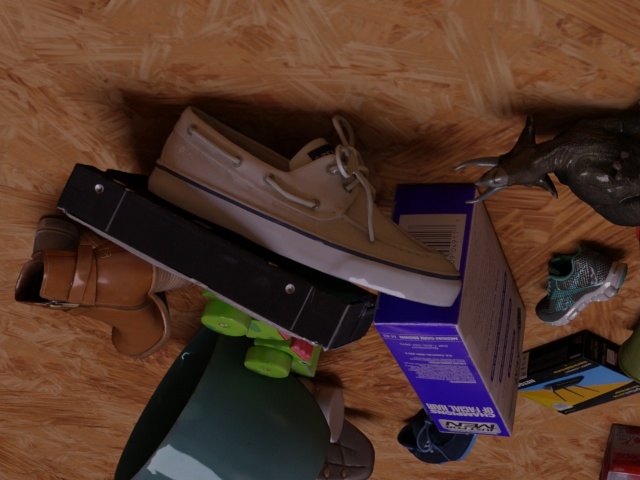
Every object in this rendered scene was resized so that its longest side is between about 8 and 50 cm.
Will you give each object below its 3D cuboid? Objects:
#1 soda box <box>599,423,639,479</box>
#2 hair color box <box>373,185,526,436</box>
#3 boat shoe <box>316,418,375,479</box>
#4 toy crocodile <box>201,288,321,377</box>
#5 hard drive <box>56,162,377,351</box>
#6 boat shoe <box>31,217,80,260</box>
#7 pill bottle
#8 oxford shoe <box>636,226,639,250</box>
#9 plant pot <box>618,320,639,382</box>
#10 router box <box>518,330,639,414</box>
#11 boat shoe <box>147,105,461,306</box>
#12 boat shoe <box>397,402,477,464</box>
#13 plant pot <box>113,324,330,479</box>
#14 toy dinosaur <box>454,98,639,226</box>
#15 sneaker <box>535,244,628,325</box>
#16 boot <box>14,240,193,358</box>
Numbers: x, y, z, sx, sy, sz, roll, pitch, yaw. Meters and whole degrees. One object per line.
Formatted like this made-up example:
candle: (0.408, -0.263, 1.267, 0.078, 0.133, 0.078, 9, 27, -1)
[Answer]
soda box: (0.511, 0.391, 2.181, 0.092, 0.083, 0.263, 6, 152, 10)
hair color box: (0.167, 0.095, 1.625, 0.110, 0.185, 0.339, 0, 150, 22)
boat shoe: (-0.067, 0.348, 2.294, 0.355, 0.132, 0.130, 11, 164, 19)
toy crocodile: (-0.069, 0.101, 1.791, 0.105, 0.115, 0.340, 5, 154, 27)
hard drive: (-0.105, 0.018, 1.488, 0.339, 0.064, 0.237, 26, -175, 9)
boat shoe: (-0.375, 0.050, 1.855, 0.079, 0.081, 0.227, 12, 153, -2)
pill bottle: (-0.073, 0.275, 2.137, 0.208, 0.118, 0.117, 2, 152, 17)
oxford shoe: (0.419, 0.046, 1.528, 0.097, 0.098, 0.271, -1, 151, 22)
plant pot: (0.437, 0.134, 1.728, 0.083, 0.083, 0.079, 7, 141, 8)
router box: (0.365, 0.192, 1.890, 0.133, 0.046, 0.179, 24, 150, -25)
boat shoe: (-0.001, -0.059, 1.420, 0.367, 0.156, 0.136, 24, -173, 19)
boat shoe: (0.187, 0.314, 2.132, 0.089, 0.109, 0.258, 18, 150, -7)
plant pot: (-0.129, 0.295, 1.954, 0.235, 0.293, 0.293, 33, 148, -12)
toy dinosaur: (0.314, -0.068, 1.369, 0.313, 0.121, 0.160, 18, 166, -27)
sneaker: (0.308, 0.050, 1.640, 0.076, 0.065, 0.166, 34, 146, -8)
boot: (-0.303, 0.084, 1.781, 0.220, 0.109, 0.283, -4, 156, -29)
